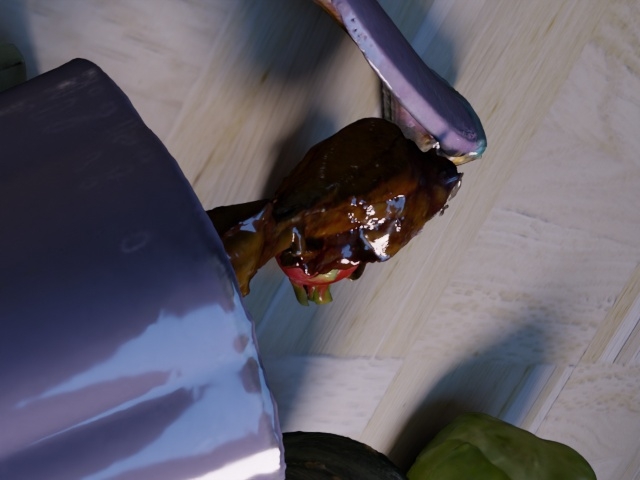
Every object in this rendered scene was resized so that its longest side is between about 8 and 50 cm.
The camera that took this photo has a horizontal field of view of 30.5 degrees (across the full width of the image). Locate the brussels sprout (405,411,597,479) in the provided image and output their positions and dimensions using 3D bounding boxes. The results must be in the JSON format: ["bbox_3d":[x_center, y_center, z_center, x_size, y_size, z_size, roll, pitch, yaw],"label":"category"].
[{"bbox_3d":[0.190,0.348,1.372,0.328,0.247,0.328,-36,159,-16],"label":"brussels sprout"}]

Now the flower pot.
[{"bbox_3d":[-0.181,0.075,0.596,0.243,0.265,0.265,-27,140,-22],"label":"flower pot"}]

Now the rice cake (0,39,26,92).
[{"bbox_3d":[-0.233,-0.056,0.606,0.180,0.030,0.042,-30,146,-33],"label":"rice cake"}]

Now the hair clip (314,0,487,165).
[{"bbox_3d":[0.053,-0.122,0.855,0.358,0.096,0.110,46,51,-66],"label":"hair clip"}]

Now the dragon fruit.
[{"bbox_3d":[-0.002,0.001,0.923,0.081,0.086,0.116,-72,-176,-48],"label":"dragon fruit"}]

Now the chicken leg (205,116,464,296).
[{"bbox_3d":[-0.007,-0.020,0.741,0.113,0.093,0.304,-49,167,24],"label":"chicken leg"}]

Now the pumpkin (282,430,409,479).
[{"bbox_3d":[-0.051,0.311,0.949,0.291,0.257,0.328,-32,178,41],"label":"pumpkin"}]
